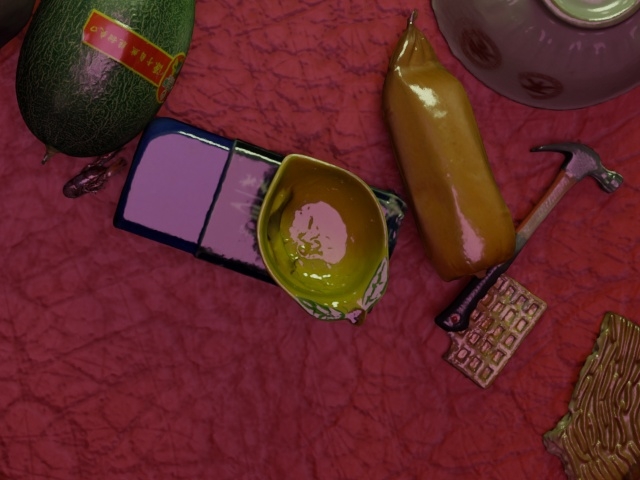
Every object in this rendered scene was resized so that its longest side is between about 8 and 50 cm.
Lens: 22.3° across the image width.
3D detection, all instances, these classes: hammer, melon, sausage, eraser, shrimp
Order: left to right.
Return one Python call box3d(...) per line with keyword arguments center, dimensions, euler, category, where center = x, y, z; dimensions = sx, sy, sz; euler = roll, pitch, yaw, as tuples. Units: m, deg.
box3d(center=(-0.266, -0.078, 1.938), dimensions=(0.092, 0.038, 0.029), euler=(-43, 140, -1), category="shrimp")
box3d(center=(-0.249, -0.214, 1.854), dimensions=(0.182, 0.182, 0.288), euler=(27, 92, -7), category="melon")
box3d(center=(-0.068, -0.034, 1.927), dimensions=(0.332, 0.101, 0.155), euler=(19, 93, -8), category="eraser")
box3d(center=(0.141, -0.112, 1.931), dimensions=(0.112, 0.112, 0.328), euler=(-17, 83, -4), category="sausage")
box3d(center=(0.242, -0.001, 1.981), dimensions=(0.111, 0.033, 0.288), euler=(39, 84, -6), category="hammer")

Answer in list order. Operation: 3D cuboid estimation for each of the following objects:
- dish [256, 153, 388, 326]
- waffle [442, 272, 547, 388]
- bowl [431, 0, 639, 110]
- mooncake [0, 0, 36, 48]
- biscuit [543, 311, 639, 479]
box3d(center=(0.000, 0.000, 1.847), dimensions=(0.148, 0.080, 0.208), euler=(-20, 93, -8), category="dish")
box3d(center=(0.210, 0.108, 2.008), dimensions=(0.092, 0.021, 0.135), euler=(37, 89, -9), category="waffle")
box3d(center=(0.302, -0.321, 1.910), dimensions=(0.337, 0.157, 0.337), euler=(0, 94, -5), category="bowl")
box3d(center=(-0.435, -0.309, 1.827), dimensions=(0.245, 0.133, 0.245), euler=(-1, 87, 15), category="mooncake")
box3d(center=(0.359, 0.207, 2.025), dimensions=(0.176, 0.031, 0.229), euler=(-13, 97, -5), category="biscuit")
